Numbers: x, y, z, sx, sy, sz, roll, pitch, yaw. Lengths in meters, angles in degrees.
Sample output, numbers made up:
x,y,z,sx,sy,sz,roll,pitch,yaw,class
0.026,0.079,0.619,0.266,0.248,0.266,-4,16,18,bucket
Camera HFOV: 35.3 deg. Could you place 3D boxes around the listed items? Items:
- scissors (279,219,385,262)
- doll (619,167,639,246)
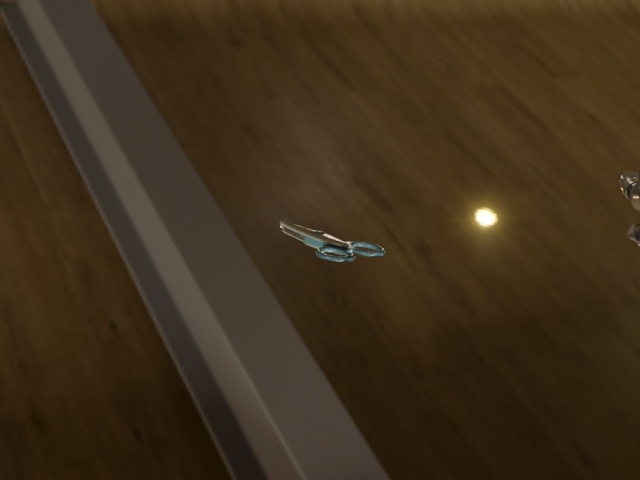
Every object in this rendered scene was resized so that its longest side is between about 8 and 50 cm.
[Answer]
x,y,z,sx,sy,sz,roll,pitch,yaw,class
0.000,0.000,0.829,0.058,0.014,0.119,-9,-162,-36,scissors
0.289,-0.033,0.831,0.057,0.114,0.227,14,-151,1,doll
